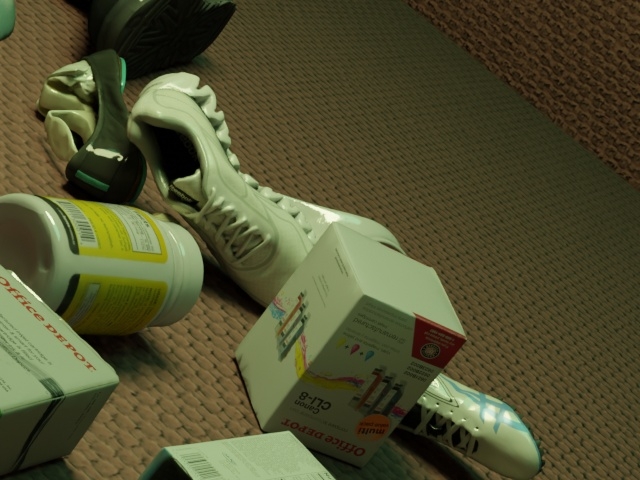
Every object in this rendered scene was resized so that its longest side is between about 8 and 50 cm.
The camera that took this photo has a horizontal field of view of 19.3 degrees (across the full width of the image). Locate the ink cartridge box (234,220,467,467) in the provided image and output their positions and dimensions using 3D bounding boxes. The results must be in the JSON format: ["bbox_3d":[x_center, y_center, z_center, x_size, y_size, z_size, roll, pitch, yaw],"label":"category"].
[{"bbox_3d":[0.025,0.101,1.789,0.128,0.176,0.127,24,25,-29],"label":"ink cartridge box"}]

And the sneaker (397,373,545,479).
[{"bbox_3d":[0.120,0.177,1.911,0.237,0.085,0.086,33,46,23],"label":"sneaker"}]

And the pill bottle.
[{"bbox_3d":[-0.205,0.025,1.661,0.119,0.119,0.208,46,21,28],"label":"pill bottle"}]

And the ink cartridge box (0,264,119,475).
[{"bbox_3d":[-0.272,0.101,1.411,0.153,0.087,0.208,42,21,18],"label":"ink cartridge box"}]

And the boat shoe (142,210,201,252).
[{"bbox_3d":[-0.165,0.009,1.854,0.059,0.063,0.170,34,17,13],"label":"boat shoe"}]

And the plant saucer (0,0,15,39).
[{"bbox_3d":[-0.484,-0.342,2.174,0.318,0.043,0.317,31,20,-13],"label":"plant saucer"}]

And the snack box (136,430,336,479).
[{"bbox_3d":[0.012,0.286,1.502,0.322,0.060,0.187,45,21,25],"label":"snack box"}]

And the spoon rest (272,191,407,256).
[{"bbox_3d":[0.000,0.000,2.128,0.276,0.084,0.137,23,22,-35],"label":"spoon rest"}]

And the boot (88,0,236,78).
[{"bbox_3d":[-0.346,-0.400,2.378,0.445,0.146,0.367,42,9,6],"label":"boot"}]

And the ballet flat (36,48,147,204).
[{"bbox_3d":[-0.250,-0.139,2.023,0.096,0.095,0.280,15,26,-22],"label":"ballet flat"}]

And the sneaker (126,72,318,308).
[{"bbox_3d":[-0.102,-0.034,1.928,0.292,0.110,0.118,52,17,-6],"label":"sneaker"}]
